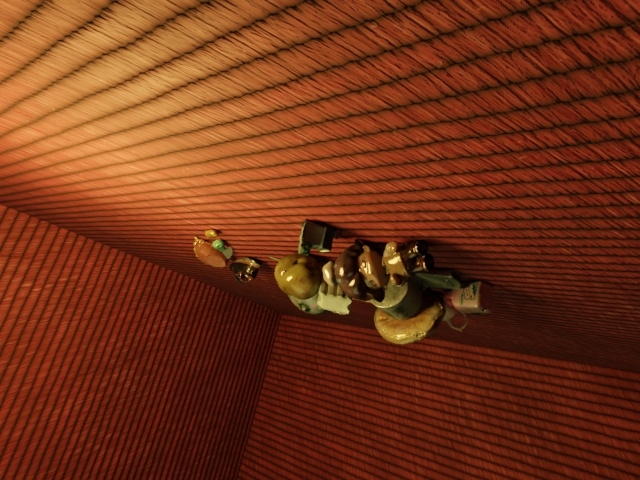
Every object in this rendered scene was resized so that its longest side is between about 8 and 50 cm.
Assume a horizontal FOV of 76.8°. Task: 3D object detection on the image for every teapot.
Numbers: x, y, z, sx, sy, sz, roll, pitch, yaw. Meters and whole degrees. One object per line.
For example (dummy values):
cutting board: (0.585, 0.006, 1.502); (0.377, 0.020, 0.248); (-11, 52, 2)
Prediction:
teapot: (0.572, 0.342, 1.984); (0.298, 0.139, 0.204); (10, 159, 31)

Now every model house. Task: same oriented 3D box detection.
model house: (0.000, 0.000, 1.445); (0.149, 0.119, 0.148); (8, 163, -4)

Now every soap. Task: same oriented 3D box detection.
soap: (0.074, 0.216, 1.815); (0.150, 0.261, 0.094); (8, 118, 5)

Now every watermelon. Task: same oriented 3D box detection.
watermelon: (-0.064, 0.290, 2.200); (0.322, 0.175, 0.188); (25, 160, 6)

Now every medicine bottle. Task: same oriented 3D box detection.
medicine bottle: (0.606, 0.235, 1.667); (0.095, 0.119, 0.188); (23, 160, -27)

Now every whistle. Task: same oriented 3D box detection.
whistle: (0.376, 0.189, 1.693); (0.405, 0.188, 0.168); (-30, 138, 18)

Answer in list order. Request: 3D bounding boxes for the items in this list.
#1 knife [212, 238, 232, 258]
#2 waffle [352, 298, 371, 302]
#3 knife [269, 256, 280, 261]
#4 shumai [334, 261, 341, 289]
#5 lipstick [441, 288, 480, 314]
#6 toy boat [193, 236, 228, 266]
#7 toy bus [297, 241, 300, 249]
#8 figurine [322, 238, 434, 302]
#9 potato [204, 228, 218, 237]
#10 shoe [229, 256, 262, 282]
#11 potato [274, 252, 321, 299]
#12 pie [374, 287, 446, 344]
knife: (-0.491, 0.045, 2.079); (0.034, 0.063, 0.260); (55, 173, 16)
waffle: (0.173, 0.240, 2.085); (0.213, 0.091, 0.308); (9, 163, 16)
knife: (-0.172, 0.120, 2.108); (0.207, 0.014, 0.030); (21, 163, -18)
shumai: (0.121, 0.119, 1.695); (0.120, 0.201, 0.201); (53, 167, 12)
lipstick: (0.653, 0.279, 1.886); (0.312, 0.051, 0.051); (28, 160, -36)
toy boat: (-0.576, 0.076, 2.169); (0.141, 0.099, 0.318); (-32, 152, 5)
toy bus: (-0.065, 0.010, 1.612); (0.037, 0.052, 0.130); (13, 163, -5)
figurine: (0.206, 0.109, 1.425); (0.365, 0.206, 0.218); (-11, 124, 52)
potato: (-0.500, -0.030, 1.851); (0.051, 0.040, 0.083); (22, 163, -39)
shoe: (-0.430, 0.176, 2.283); (0.114, 0.137, 0.291); (26, 161, -31)
potato: (-0.098, 0.163, 1.886); (0.218, 0.202, 0.351); (21, 173, 1)
pie: (0.388, 0.328, 1.779); (0.338, 0.337, 0.075); (-2, 136, 42)
